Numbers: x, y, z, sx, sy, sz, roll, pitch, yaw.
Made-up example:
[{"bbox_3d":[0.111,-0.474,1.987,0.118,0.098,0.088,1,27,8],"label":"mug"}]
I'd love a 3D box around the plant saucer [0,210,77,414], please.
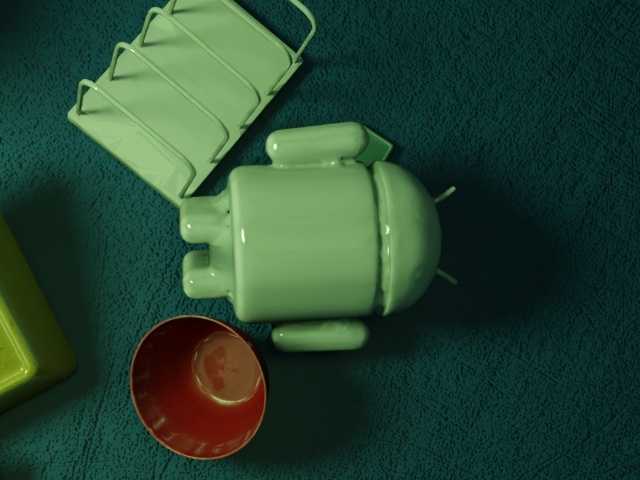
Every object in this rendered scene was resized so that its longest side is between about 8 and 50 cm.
[{"bbox_3d":[-0.483,0.101,1.232,0.332,0.081,0.333,-29,110,-18],"label":"plant saucer"}]

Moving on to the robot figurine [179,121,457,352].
[{"bbox_3d":[0.000,0.000,1.367,0.353,0.200,0.300,-2,109,-7],"label":"robot figurine"}]

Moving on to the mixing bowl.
[{"bbox_3d":[-0.134,0.170,1.348,0.181,0.098,0.182,3,101,19],"label":"mixing bowl"}]

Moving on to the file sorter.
[{"bbox_3d":[-0.159,-0.221,1.398,0.193,0.173,0.278,39,72,-5],"label":"file sorter"}]

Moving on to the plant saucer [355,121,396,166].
[{"bbox_3d":[0.036,-0.074,1.502,0.067,0.018,0.192,33,72,-7],"label":"plant saucer"}]
